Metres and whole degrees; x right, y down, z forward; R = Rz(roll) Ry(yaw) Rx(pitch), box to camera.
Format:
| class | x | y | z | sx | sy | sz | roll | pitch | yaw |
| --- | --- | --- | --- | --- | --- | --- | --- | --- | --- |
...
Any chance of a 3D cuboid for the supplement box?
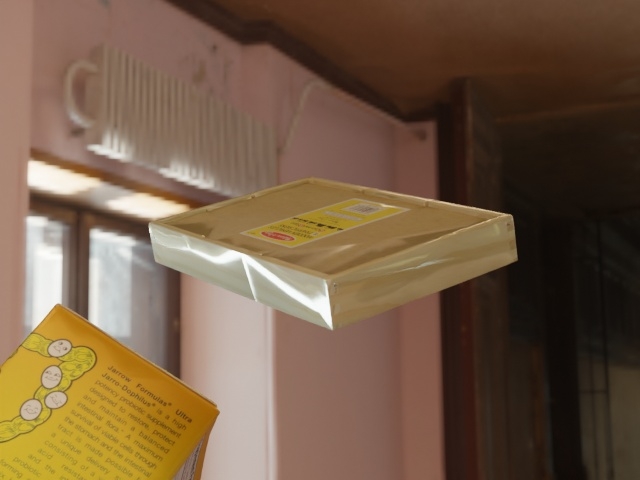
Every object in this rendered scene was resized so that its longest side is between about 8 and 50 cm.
| class | x | y | z | sx | sy | sz | roll | pitch | yaw |
| --- | --- | --- | --- | --- | --- | --- | --- | --- | --- |
| supplement box | -0.277 | 0.272 | 1.075 | 0.195 | 0.356 | 0.194 | 32 | 145 | 8 |

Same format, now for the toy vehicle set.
| class | x | y | z | sx | sy | sz | roll | pitch | yaw |
| --- | --- | --- | --- | --- | --- | --- | --- | --- | --- |
| toy vehicle set | 0.000 | 0.000 | 0.899 | 0.166 | 0.035 | 0.267 | -18 | -162 | -30 |
